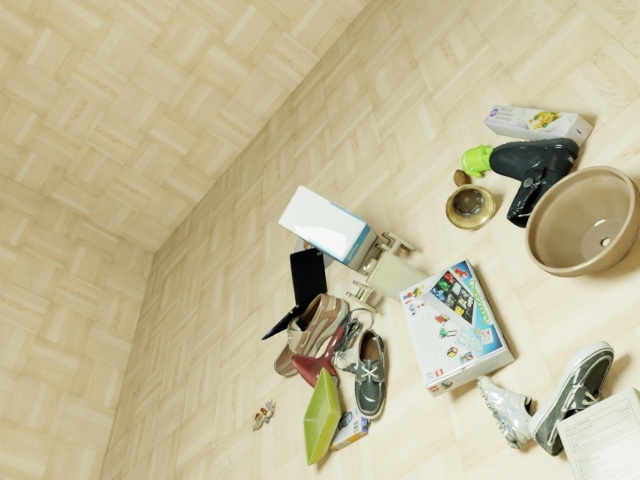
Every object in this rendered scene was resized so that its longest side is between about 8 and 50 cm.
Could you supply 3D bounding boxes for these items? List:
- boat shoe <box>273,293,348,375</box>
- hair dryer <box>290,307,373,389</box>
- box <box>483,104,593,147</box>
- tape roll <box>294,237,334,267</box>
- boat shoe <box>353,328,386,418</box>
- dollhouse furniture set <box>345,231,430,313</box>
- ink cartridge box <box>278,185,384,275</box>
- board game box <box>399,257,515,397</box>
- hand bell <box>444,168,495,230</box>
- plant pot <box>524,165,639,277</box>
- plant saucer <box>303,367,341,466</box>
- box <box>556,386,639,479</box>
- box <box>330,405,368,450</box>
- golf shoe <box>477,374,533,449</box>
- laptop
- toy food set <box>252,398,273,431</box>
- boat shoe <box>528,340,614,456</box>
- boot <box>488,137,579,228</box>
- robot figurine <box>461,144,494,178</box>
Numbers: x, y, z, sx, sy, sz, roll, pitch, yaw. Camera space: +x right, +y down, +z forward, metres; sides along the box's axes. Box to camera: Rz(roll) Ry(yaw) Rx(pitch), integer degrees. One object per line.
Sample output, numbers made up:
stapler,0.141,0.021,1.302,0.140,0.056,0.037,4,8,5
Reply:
boat shoe,-0.052,0.285,1.916,0.324,0.116,0.123,-51,26,14
hair dryer,0.034,0.331,1.778,0.293,0.080,0.224,-23,37,28
box,0.540,-0.292,1.561,0.063,0.067,0.324,-56,25,2
tape roll,0.000,0.000,2.191,0.219,0.072,0.219,-40,31,31
boat shoe,0.122,0.336,1.571,0.083,0.079,0.233,-3,50,14
dollhouse furniture set,0.203,0.108,1.691,0.212,0.161,0.242,-59,4,-2
ink cartridge box,0.042,-0.019,1.800,0.129,0.223,0.307,-59,-19,-2
board game box,0.300,0.190,1.412,0.193,0.053,0.305,-29,34,16
hand bell,0.384,-0.136,1.657,0.126,0.126,0.242,-46,16,23
plant pot,0.534,-0.019,1.220,0.237,0.109,0.237,-41,30,30
plant saucer,0.007,0.466,1.629,0.188,0.045,0.189,-103,30,-66
box,0.470,0.386,0.875,0.148,0.121,0.311,-41,30,31
box,0.078,0.476,1.582,0.136,0.028,0.081,-38,32,32
golf shoe,0.372,0.323,1.209,0.086,0.069,0.176,-32,33,7
laptop,-0.087,0.164,1.961,0.264,0.137,0.234,-46,-13,22
toy food set,-0.177,0.553,1.961,0.122,0.019,0.078,-46,27,40
boat shoe,0.455,0.280,1.081,0.219,0.077,0.070,-61,24,12
boot,0.475,-0.132,1.464,0.246,0.094,0.207,-1,57,53
robot figurine,0.430,-0.219,1.673,0.115,0.067,0.101,-8,49,58
